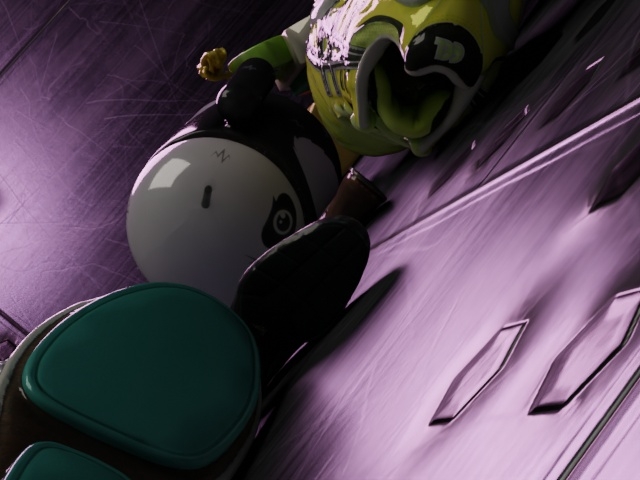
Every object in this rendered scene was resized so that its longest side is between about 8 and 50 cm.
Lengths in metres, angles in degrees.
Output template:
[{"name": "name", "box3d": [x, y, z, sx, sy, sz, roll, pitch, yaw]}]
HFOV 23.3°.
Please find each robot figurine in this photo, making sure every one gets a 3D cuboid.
[{"name": "robot figurine", "box3d": [-0.074, -0.040, 1.460, 0.174, 0.209, 0.278, -30, 11, 22]}]

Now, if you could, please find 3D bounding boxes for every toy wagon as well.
[{"name": "toy wagon", "box3d": [0.042, -0.214, 1.566, 0.344, 0.068, 0.267, -25, -3, -15]}]

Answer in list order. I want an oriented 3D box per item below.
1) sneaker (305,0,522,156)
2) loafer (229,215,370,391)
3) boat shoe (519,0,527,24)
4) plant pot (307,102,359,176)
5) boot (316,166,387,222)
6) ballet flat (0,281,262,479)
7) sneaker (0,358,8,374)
[{"name": "sneaker", "box3d": [0.053, -0.134, 1.189, 0.384, 0.145, 0.147, 118, 172, -71]}, {"name": "loafer", "box3d": [-0.022, 0.038, 0.974, 0.170, 0.062, 0.061, -46, 1, 33]}, {"name": "boat shoe", "box3d": [0.132, -0.300, 1.385, 0.324, 0.117, 0.096, -82, -16, -50]}, {"name": "plant pot", "box3d": [-0.001, -0.102, 1.858, 0.083, 0.081, 0.081, -62, 8, -15]}, {"name": "boot", "box3d": [0.000, 0.000, 1.206, 0.114, 0.037, 0.106, -47, -9, -7]}, {"name": "ballet flat", "box3d": [-0.127, 0.141, 0.783, 0.139, 0.139, 0.400, -48, 8, 19]}, {"name": "sneaker", "box3d": [-0.328, 0.262, 1.353, 0.366, 0.137, 0.210, -50, -11, -17]}]
